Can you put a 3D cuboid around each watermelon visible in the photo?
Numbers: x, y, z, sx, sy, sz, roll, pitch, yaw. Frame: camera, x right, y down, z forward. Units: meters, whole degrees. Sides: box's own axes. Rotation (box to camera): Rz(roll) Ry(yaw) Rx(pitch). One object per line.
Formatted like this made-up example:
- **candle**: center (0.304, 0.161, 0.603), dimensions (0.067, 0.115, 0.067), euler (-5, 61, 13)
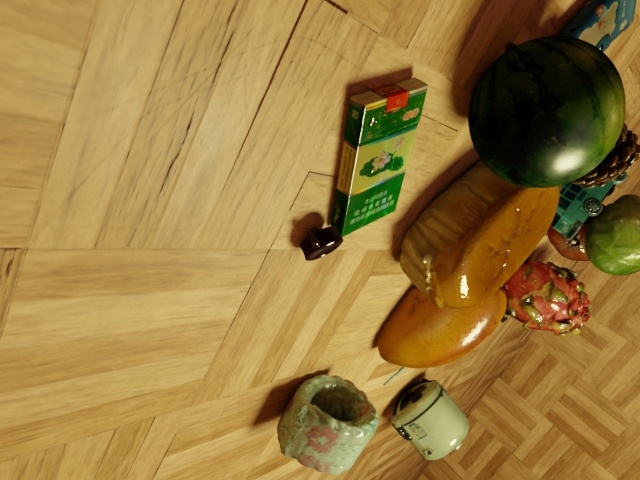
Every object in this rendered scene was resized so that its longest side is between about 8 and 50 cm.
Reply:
- **watermelon**: center (0.365, -0.208, 0.808), dimensions (0.242, 0.242, 0.242), euler (-31, 145, -26)

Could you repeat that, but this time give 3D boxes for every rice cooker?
- **rice cooker**: center (0.377, 0.624, 1.729), dimensions (0.226, 0.244, 0.226), euler (-39, 175, -4)

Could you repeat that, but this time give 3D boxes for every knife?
- **knife**: center (0.232, 0.430, 1.556), dimensions (0.091, 0.005, 0.014), euler (-36, 147, -19)

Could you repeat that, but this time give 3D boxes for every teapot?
- **teapot**: center (0.000, 0.000, 0.772), dimensions (0.068, 0.045, 0.100), euler (-29, 169, 12)

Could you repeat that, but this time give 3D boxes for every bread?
- **bread**: center (0.347, -0.024, 1.036), dimensions (0.389, 0.183, 0.236), euler (-42, 145, -10)

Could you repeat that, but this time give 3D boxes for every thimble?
- **thimble**: center (0.009, 0.402, 1.087), dimensions (0.211, 0.185, 0.149), euler (11, 115, -38)

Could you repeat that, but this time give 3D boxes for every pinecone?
- **pinecone**: center (0.705, -0.226, 1.261), dimensions (0.212, 0.168, 0.185), euler (-1, 130, -52)

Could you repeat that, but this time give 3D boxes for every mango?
- **mango**: center (0.291, 0.196, 1.224), dimensions (0.350, 0.199, 0.201), euler (-39, 120, 9)

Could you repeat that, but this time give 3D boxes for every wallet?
- **wallet**: center (0.524, -0.404, 0.956), dimensions (0.202, 0.059, 0.141), euler (-49, 142, -2)

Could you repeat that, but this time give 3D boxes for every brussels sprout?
- **brussels sprout**: center (0.891, -0.013, 1.440), dimensions (0.244, 0.244, 0.244), euler (-31, 145, -26)

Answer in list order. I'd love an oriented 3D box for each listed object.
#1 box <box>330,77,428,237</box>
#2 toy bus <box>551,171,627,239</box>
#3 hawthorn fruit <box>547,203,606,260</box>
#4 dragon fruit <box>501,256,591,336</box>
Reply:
- **box**: center (0.084, -0.120, 0.750), dimensions (0.132, 0.034, 0.235), euler (-25, 141, -32)
- **toy bus**: center (0.771, -0.142, 1.452), dimensions (0.256, 0.147, 0.128), euler (-49, 159, -5)
- **hawthorn fruit**: center (0.904, -0.053, 1.679), dimensions (0.262, 0.211, 0.210), euler (-39, 149, -36)
- **dragon fruit**: center (0.815, 0.222, 1.771), dimensions (0.269, 0.291, 0.250), euler (-41, 153, -9)
